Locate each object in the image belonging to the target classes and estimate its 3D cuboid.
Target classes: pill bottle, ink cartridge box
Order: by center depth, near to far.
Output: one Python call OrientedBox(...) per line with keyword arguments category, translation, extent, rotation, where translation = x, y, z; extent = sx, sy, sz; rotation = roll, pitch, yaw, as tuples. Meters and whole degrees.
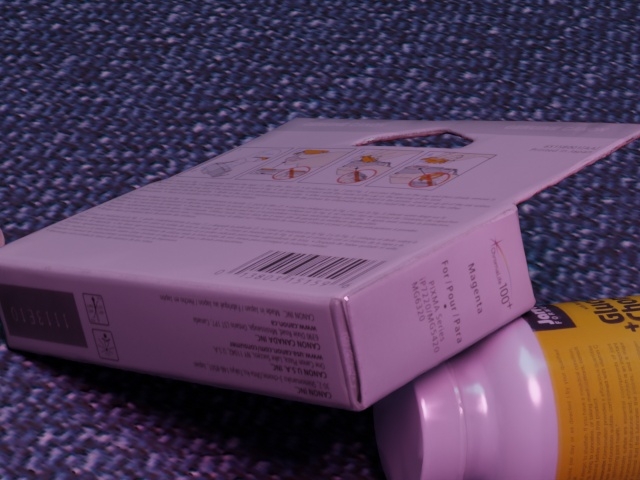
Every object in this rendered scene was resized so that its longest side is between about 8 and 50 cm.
OrientedBox(category="pill bottle", translation=(0.124, 0.081, 0.922), extent=(0.184, 0.103, 0.103), rotation=(-5, 35, -17))
OrientedBox(category="ink cartridge box", translation=(0.000, 0.000, 0.976), extent=(0.275, 0.060, 0.239), rotation=(5, 23, 46))

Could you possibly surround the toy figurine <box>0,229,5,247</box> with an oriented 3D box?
OrientedBox(category="toy figurine", translation=(-0.295, -0.039, 1.011), extent=(0.209, 0.148, 0.213), rotation=(-27, 47, -31))
